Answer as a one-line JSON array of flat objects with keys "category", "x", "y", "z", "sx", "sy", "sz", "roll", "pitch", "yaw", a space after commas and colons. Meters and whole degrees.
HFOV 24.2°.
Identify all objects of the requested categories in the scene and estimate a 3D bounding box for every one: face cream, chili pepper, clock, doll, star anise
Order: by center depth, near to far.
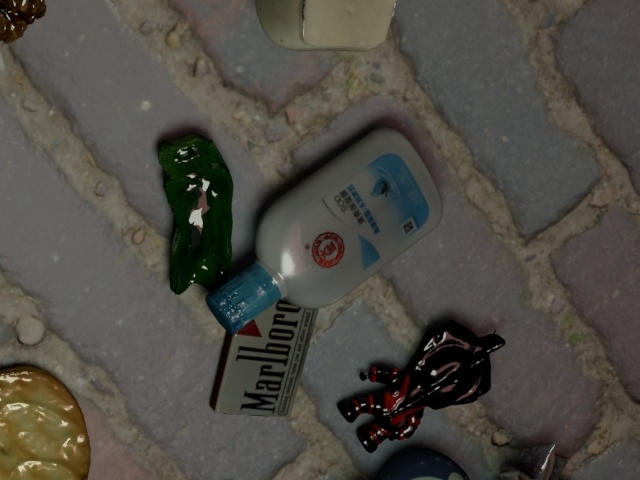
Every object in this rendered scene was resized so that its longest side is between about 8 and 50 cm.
[{"category": "chili pepper", "x": -0.152, "y": -0.026, "z": 1.886, "sx": 0.098, "sy": 0.061, "sz": 0.224, "roll": -17, "pitch": 113, "yaw": -26}, {"category": "face cream", "x": 0.000, "y": 0.000, "z": 1.937, "sx": 0.336, "sy": 0.080, "sz": 0.163, "roll": -36, "pitch": 111, "yaw": -16}, {"category": "doll", "x": 0.146, "y": 0.196, "z": 2.099, "sx": 0.248, "sy": 0.088, "sz": 0.127, "roll": -35, "pitch": 140, "yaw": 0}, {"category": "clock", "x": 0.106, "y": 0.397, "z": 2.114, "sx": 0.243, "sy": 0.146, "sz": 0.199, "roll": -35, "pitch": 124, "yaw": -5}, {"category": "star anise", "x": 0.286, "y": 0.390, "z": 2.209, "sx": 0.262, "sy": 0.081, "sz": 0.230, "roll": -6, "pitch": 129, "yaw": -48}]

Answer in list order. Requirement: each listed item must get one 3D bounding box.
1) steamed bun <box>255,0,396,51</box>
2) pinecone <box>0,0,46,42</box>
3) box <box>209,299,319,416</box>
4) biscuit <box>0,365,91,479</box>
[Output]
[{"category": "steamed bun", "x": 0.007, "y": -0.350, "z": 1.782, "sx": 0.146, "sy": 0.164, "sz": 0.242, "roll": -2, "pitch": 108, "yaw": -26}, {"category": "pinecone", "x": -0.371, "y": -0.286, "z": 1.641, "sx": 0.173, "sy": 0.173, "sz": 0.173, "roll": -9, "pitch": 112, "yaw": -22}, {"category": "box", "x": -0.075, "y": 0.149, "z": 1.999, "sx": 0.115, "sy": 0.036, "sz": 0.177, "roll": 8, "pitch": 105, "yaw": -25}, {"category": "biscuit", "x": -0.389, "y": 0.274, "z": 1.898, "sx": 0.203, "sy": 0.041, "sz": 0.260, "roll": -32, "pitch": 119, "yaw": -15}]
